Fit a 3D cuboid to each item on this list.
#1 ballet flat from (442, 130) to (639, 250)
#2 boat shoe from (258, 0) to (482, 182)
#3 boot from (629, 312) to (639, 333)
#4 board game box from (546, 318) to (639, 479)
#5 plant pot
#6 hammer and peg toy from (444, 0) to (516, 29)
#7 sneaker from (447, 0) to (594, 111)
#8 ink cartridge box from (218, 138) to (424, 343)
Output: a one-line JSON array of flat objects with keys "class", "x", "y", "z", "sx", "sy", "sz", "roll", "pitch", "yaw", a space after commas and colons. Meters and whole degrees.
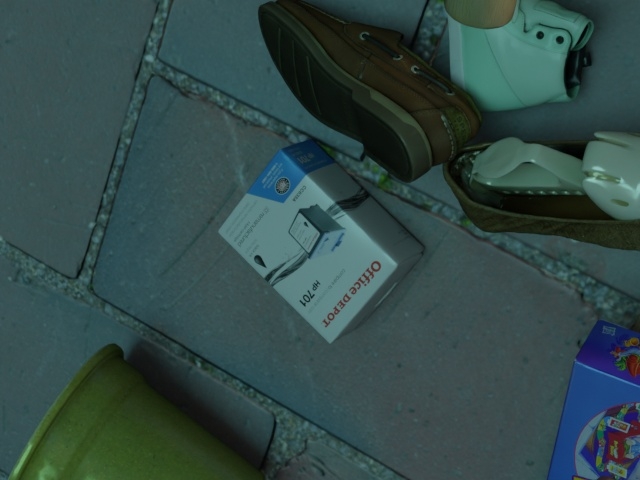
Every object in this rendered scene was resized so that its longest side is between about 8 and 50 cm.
[{"class": "ballet flat", "x": 0.254, "y": -0.061, "z": 1.187, "sx": 0.342, "sy": 0.124, "sz": 0.116, "roll": 6, "pitch": 73, "yaw": 47}, {"class": "boat shoe", "x": 0.049, "y": -0.175, "z": 1.322, "sx": 0.307, "sy": 0.104, "sz": 0.110, "roll": 47, "pitch": 159, "yaw": 34}, {"class": "boot", "x": 0.423, "y": 0.081, "z": 1.205, "sx": 0.207, "sy": 0.090, "sz": 0.248, "roll": 30, "pitch": 125, "yaw": 24}, {"class": "board game box", "x": 0.348, "y": 0.272, "z": 1.245, "sx": 0.233, "sy": 0.078, "sz": 0.347, "roll": 20, "pitch": 128, "yaw": 21}, {"class": "plant pot", "x": -0.218, "y": 0.308, "z": 1.514, "sx": 0.254, "sy": 0.276, "sz": 0.276, "roll": 29, "pitch": 114, "yaw": 5}, {"class": "hammer and peg toy", "x": 0.169, "y": -0.341, "z": 1.088, "sx": 0.266, "sy": 0.361, "sz": 0.127, "roll": 32, "pitch": 136, "yaw": 18}, {"class": "sneaker", "x": 0.202, "y": -0.256, "z": 1.235, "sx": 0.151, "sy": 0.094, "sz": 0.256, "roll": 3, "pitch": 114, "yaw": 32}, {"class": "ink cartridge box", "x": 0.000, "y": 0.000, "z": 1.410, "sx": 0.191, "sy": 0.082, "sz": 0.139, "roll": 45, "pitch": 118, "yaw": 12}]
